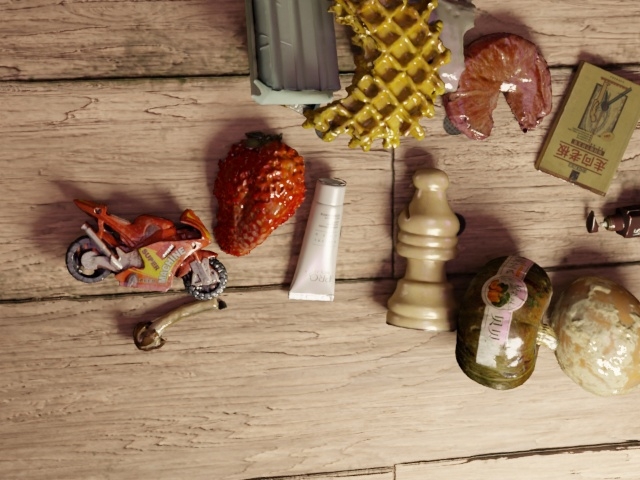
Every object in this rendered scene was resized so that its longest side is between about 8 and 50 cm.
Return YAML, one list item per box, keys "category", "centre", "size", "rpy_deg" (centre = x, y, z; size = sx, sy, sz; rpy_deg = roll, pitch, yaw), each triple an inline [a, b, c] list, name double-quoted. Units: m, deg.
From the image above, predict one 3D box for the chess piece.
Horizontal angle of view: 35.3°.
- category: "chess piece"
  centre: [0.210, 0.015, 1.934]
  size: [0.139, 0.124, 0.307]
  rpy_deg: [7, 98, 19]

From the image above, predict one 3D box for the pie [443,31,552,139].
- category: "pie"
  centre: [0.338, -0.290, 1.915]
  size: [0.219, 0.054, 0.204]
  rpy_deg: [-24, 105, -5]

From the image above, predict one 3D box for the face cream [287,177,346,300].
- category: "face cream"
  centre: [0.000, 0.000, 1.917]
  size: [0.092, 0.058, 0.243]
  rpy_deg: [5, 107, -16]

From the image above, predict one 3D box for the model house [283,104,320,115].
- category: "model house"
  centre: [-0.043, -0.286, 1.828]
  size: [0.100, 0.088, 0.100]
  rpy_deg: [23, 97, -16]

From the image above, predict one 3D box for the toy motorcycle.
- category: "toy motorcycle"
  centre: [-0.312, 0.016, 1.842]
  size: [0.298, 0.089, 0.171]
  rpy_deg: [9, 99, -11]

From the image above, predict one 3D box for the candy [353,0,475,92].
- category: "candy"
  centre: [0.171, -0.373, 1.825]
  size: [0.195, 0.137, 0.184]
  rpy_deg: [13, 99, -11]

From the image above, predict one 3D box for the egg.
- category: "egg"
  centre: [0.556, 0.188, 1.983]
  size: [0.203, 0.203, 0.245]
  rpy_deg: [-20, 94, -6]

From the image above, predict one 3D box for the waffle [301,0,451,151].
- category: "waffle"
  centre: [0.108, -0.292, 1.704]
  size: [0.260, 0.069, 0.292]
  rpy_deg: [4, 100, -25]

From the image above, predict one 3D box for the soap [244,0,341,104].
- category: "soap"
  centre: [-0.055, -0.370, 1.763]
  size: [0.150, 0.094, 0.261]
  rpy_deg: [-2, 78, -14]

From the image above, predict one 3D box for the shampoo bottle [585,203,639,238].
- category: "shampoo bottle"
  centre: [0.648, -0.043, 2.016]
  size: [0.236, 0.067, 0.068]
  rpy_deg: [-7, 112, -9]

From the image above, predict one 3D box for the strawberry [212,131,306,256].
- category: "strawberry"
  centre: [-0.109, -0.078, 1.850]
  size: [0.175, 0.107, 0.235]
  rpy_deg: [-3, 103, -9]

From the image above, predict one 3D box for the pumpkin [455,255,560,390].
- category: "pumpkin"
  centre: [0.364, 0.162, 1.912]
  size: [0.189, 0.260, 0.260]
  rpy_deg: [18, 99, 18]

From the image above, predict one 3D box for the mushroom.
- category: "mushroom"
  centre: [-0.266, 0.152, 1.898]
  size: [0.187, 0.061, 0.060]
  rpy_deg: [-27, 100, -8]

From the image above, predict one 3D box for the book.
- category: "book"
  centre: [0.535, -0.219, 1.980]
  size: [0.161, 0.026, 0.230]
  rpy_deg: [20, 98, -14]
